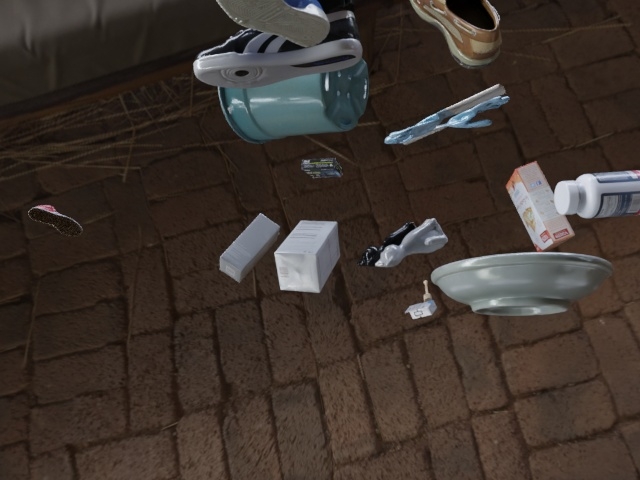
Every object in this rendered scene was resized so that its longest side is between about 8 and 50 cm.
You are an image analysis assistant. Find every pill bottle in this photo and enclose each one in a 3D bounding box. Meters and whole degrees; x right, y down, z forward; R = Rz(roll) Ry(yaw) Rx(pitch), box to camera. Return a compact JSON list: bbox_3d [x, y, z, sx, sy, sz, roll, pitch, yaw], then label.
[{"bbox_3d":[0.668,-0.108,1.084,0.180,0.108,0.107,-3,76,4],"label":"pill bottle"}]

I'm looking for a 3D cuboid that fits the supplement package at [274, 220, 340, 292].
[{"bbox_3d":[-0.034,0.045,1.465,0.134,0.244,0.138,3,116,18],"label":"supplement package"}]

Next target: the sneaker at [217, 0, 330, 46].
[{"bbox_3d":[-0.058,-0.263,0.465,0.058,0.152,0.084,-36,67,37],"label":"sneaker"}]

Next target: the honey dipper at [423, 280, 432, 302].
[{"bbox_3d":[0.412,0.196,1.752,0.031,0.160,0.030,4,111,9],"label":"honey dipper"}]

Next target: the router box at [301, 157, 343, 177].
[{"bbox_3d":[0.008,-0.248,1.564,0.123,0.092,0.038,0,77,20],"label":"router box"}]

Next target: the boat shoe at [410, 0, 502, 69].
[{"bbox_3d":[0.306,-0.538,1.017,0.123,0.120,0.323,-28,70,-4],"label":"boat shoe"}]

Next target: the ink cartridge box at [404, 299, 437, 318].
[{"bbox_3d":[0.303,0.211,1.370,0.083,0.048,0.028,-22,96,38],"label":"ink cartridge box"}]

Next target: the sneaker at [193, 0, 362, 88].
[{"bbox_3d":[-0.061,-0.276,0.591,0.217,0.079,0.121,-8,87,-1],"label":"sneaker"}]

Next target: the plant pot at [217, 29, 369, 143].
[{"bbox_3d":[-0.062,-0.450,1.330,0.334,0.341,0.340,11,74,34],"label":"plant pot"}]

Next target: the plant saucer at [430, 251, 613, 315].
[{"bbox_3d":[0.472,0.121,1.090,0.401,0.400,0.100,2,74,1],"label":"plant saucer"}]

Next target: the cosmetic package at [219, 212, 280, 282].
[{"bbox_3d":[-0.261,0.027,1.688,0.107,0.127,0.238,33,61,5],"label":"cosmetic package"}]

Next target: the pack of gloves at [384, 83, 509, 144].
[{"bbox_3d":[0.248,-0.219,0.877,0.232,0.195,0.046,-20,92,30],"label":"pack of gloves"}]

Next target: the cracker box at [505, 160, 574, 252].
[{"bbox_3d":[0.623,-0.091,1.303,0.067,0.156,0.232,-22,74,7],"label":"cracker box"}]

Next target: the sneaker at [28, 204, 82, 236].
[{"bbox_3d":[-0.632,-0.050,1.090,0.119,0.067,0.042,31,88,-28],"label":"sneaker"}]

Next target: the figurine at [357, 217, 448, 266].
[{"bbox_3d":[0.229,0.024,1.321,0.210,0.215,0.092,-27,95,-16],"label":"figurine"}]
